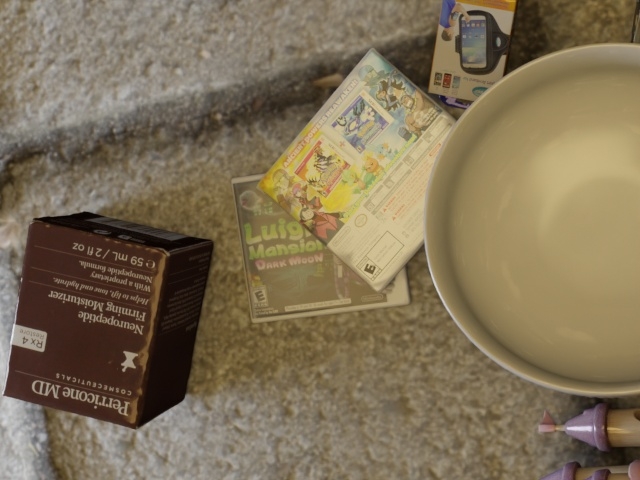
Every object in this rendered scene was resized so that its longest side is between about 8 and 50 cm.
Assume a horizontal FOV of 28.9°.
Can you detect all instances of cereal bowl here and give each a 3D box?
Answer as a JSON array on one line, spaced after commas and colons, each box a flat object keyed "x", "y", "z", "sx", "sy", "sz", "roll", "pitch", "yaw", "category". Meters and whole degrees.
[{"x": 0.277, "y": -0.013, "z": 1.199, "sx": 0.339, "sy": 0.141, "sz": 0.339, "roll": -2, "pitch": 81, "yaw": 16, "category": "cereal bowl"}]

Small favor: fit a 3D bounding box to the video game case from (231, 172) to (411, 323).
[{"x": 0.000, "y": 0.000, "z": 1.435, "sx": 0.190, "sy": 0.022, "sz": 0.173, "roll": -8, "pitch": 92, "yaw": 12, "category": "video game case"}]

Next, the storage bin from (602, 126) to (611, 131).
[{"x": 0.343, "y": -0.137, "z": 1.299, "sx": 0.135, "sy": 0.091, "sz": 0.098, "roll": -9, "pitch": 132, "yaw": 12, "category": "storage bin"}]

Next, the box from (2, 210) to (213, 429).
[{"x": -0.239, "y": 0.084, "z": 1.416, "sx": 0.168, "sy": 0.167, "sz": 0.203, "roll": 12, "pitch": 96, "yaw": 11, "category": "box"}]

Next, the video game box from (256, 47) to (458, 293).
[{"x": 0.063, "y": -0.077, "z": 1.383, "sx": 0.187, "sy": 0.048, "sz": 0.205, "roll": 42, "pitch": 100, "yaw": 4, "category": "video game box"}]

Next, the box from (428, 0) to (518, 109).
[{"x": 0.167, "y": -0.208, "z": 1.366, "sx": 0.081, "sy": 0.028, "sz": 0.136, "roll": 12, "pitch": 112, "yaw": 13, "category": "box"}]

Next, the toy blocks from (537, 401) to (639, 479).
[{"x": 0.338, "y": 0.272, "z": 1.252, "sx": 0.260, "sy": 0.288, "sz": 0.309, "roll": -8, "pitch": 121, "yaw": 23, "category": "toy blocks"}]

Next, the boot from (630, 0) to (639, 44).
[{"x": 0.444, "y": -0.267, "z": 1.307, "sx": 0.208, "sy": 0.076, "sz": 0.190, "roll": 14, "pitch": 95, "yaw": 17, "category": "boot"}]
